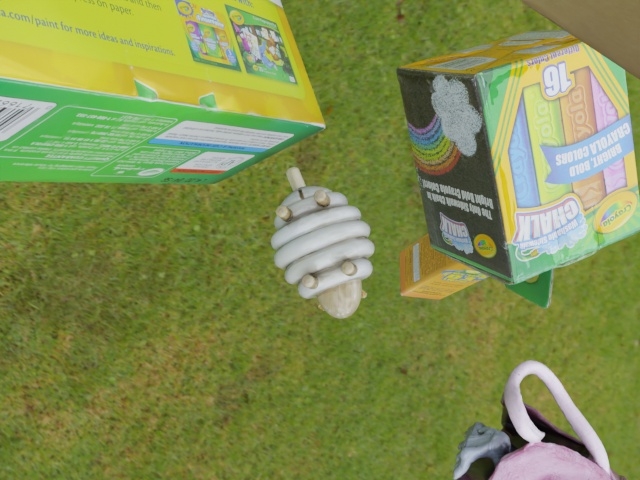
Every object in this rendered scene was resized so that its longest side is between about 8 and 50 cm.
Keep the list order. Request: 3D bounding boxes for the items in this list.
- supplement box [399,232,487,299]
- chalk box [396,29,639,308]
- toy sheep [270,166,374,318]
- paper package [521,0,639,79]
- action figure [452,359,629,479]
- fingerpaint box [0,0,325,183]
[{"bbox_3d":[0.197,0.026,1.158,0.078,0.233,0.080,7,70,-16],"label":"supplement box"},{"bbox_3d":[0.225,-0.071,0.867,0.179,0.180,0.289,-20,110,-16],"label":"chalk box"},{"bbox_3d":[0.000,0.000,0.630,0.091,0.091,0.132,-9,78,-36],"label":"toy sheep"},{"bbox_3d":[0.262,-0.107,0.282,0.324,0.309,0.168,33,97,-2],"label":"paper package"},{"bbox_3d":[0.341,0.308,0.899,0.248,0.370,0.276,-41,155,-55],"label":"action figure"},{"bbox_3d":[-0.222,-0.242,0.623,0.444,0.163,0.371,-8,77,-61],"label":"fingerpaint box"}]
